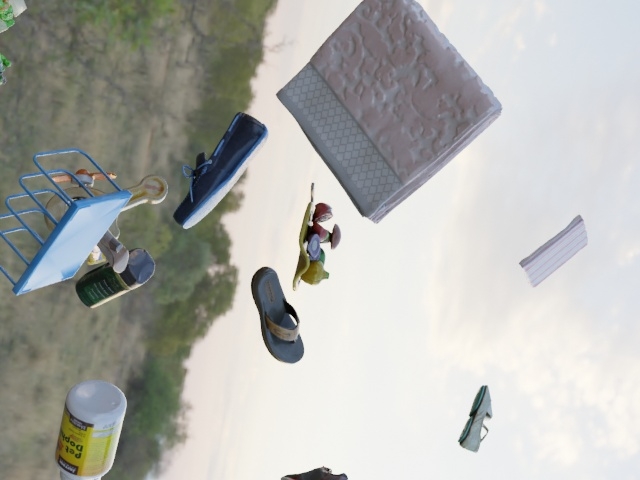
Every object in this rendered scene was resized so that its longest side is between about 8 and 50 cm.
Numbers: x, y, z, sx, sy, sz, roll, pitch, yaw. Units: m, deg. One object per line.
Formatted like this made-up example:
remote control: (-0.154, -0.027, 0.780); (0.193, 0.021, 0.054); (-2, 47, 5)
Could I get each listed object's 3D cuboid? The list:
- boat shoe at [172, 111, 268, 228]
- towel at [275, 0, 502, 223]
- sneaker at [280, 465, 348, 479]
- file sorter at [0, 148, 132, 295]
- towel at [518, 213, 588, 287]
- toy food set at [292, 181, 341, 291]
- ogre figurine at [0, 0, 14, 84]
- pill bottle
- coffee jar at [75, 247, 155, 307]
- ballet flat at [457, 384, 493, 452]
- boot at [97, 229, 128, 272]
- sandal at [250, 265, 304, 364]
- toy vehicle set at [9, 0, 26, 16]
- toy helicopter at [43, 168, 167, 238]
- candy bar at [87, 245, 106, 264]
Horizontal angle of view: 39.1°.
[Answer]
boat shoe: (-0.209, -0.139, 1.773); (0.258, 0.089, 0.109); (-51, 177, -15)
towel: (0.109, -0.249, 1.604); (0.317, 0.332, 0.053); (-42, 161, 22)
sneaker: (-0.007, 0.458, 1.704); (0.158, 0.061, 0.065); (-5, -150, 44)
file sorter: (-0.367, -0.029, 1.235); (0.170, 0.104, 0.118); (-49, 169, 24)
towel: (0.441, 0.021, 1.714); (0.144, 0.029, 0.197); (-41, 157, 5)
toy food set: (0.000, 0.000, 1.667); (0.128, 0.071, 0.218); (94, 6, -51)
ogre figurine: (-0.582, -0.376, 1.567); (0.118, 0.096, 0.197); (104, -6, -64)
pill bottle: (-0.461, 0.391, 1.793); (0.117, 0.117, 0.215); (-95, -160, -60)
coffee jar: (-0.468, 0.085, 2.066); (0.184, 0.079, 0.096); (-24, -164, 31)
ballet flat: (0.347, 0.392, 1.969); (0.168, 0.052, 0.057); (-58, 179, -36)
boot: (-0.419, 0.007, 1.750); (0.042, 0.087, 0.118); (-47, 163, -31)
sandal: (-0.074, 0.152, 1.781); (0.090, 0.060, 0.219); (-34, 118, -43)
toy vehicle set: (-0.761, -0.612, 1.945); (0.035, 0.267, 0.166); (-49, 169, -20)
toy helicopter: (-0.602, -0.115, 2.532); (0.235, 0.355, 0.140); (63, -27, 9)
candy bar: (-0.476, 0.019, 1.907); (0.161, 0.040, 0.018); (119, -45, -67)
